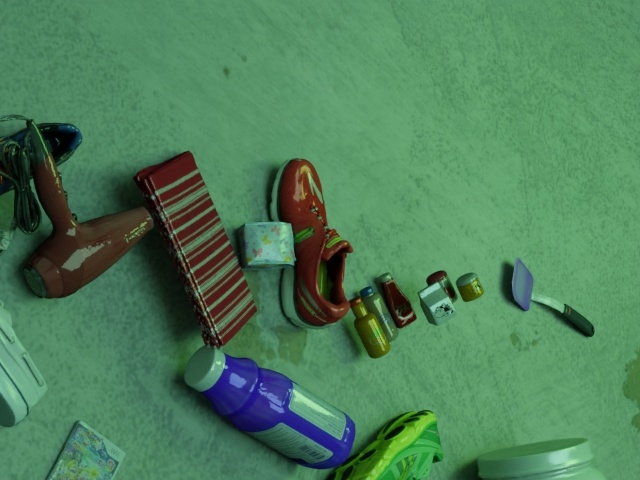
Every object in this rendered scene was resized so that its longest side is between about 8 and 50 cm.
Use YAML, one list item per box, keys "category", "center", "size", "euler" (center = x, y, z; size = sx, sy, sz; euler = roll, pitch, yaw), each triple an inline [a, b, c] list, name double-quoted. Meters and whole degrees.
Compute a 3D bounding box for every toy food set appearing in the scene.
- category: "toy food set"
  center: [0.151, 0.094, 2.102]
  size: [0.232, 0.111, 0.105]
  euler: [-29, 101, -12]

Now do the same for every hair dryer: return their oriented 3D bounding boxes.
- category: "hair dryer"
  center: [-0.338, -0.029, 1.636]
  size: [0.293, 0.080, 0.224]
  euler: [13, 105, -48]

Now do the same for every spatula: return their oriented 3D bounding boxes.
- category: "spatula"
  center: [0.459, 0.128, 2.460]
  size: [0.296, 0.030, 0.084]
  euler: [31, 60, -36]

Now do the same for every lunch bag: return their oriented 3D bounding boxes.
- category: "lunch bag"
  center: [-0.082, 0.009, 1.939]
  size: [0.083, 0.053, 0.071]
  euler: [-3, 80, -18]

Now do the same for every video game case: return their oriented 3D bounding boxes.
- category: "video game case"
  center: [-0.319, 0.315, 1.670]
  size: [0.087, 0.011, 0.122]
  euler: [43, 53, -28]

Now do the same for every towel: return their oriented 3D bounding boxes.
- category: "towel"
  center: [-0.178, 0.008, 1.825]
  size: [0.275, 0.031, 0.199]
  euler: [68, 18, -8]

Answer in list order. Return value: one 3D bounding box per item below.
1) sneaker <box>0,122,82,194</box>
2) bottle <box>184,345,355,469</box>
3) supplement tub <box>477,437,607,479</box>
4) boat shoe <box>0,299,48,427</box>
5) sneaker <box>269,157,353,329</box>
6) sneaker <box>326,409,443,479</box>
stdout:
- category: "sneaker"
  center: [-0.405, -0.109, 1.643]
  size: [0.221, 0.087, 0.083]
  euler: [-39, 106, -43]
- category: "bottle"
  center: [-0.077, 0.246, 1.849]
  size: [0.283, 0.118, 0.092]
  euler: [36, 57, -32]
- category: "supplement tub"
  center: [0.398, 0.520, 2.155]
  size: [0.235, 0.235, 0.325]
  euler: [-5, 83, -45]
- category: "boat shoe"
  center: [-0.431, 0.110, 1.567]
  size: [0.084, 0.095, 0.258]
  euler: [-45, 122, -42]
- category: "sneaker"
  center: [0.000, 0.000, 1.985]
  size: [0.107, 0.118, 0.279]
  euler: [-2, 81, -45]
- category: "sneaker"
  center: [0.114, 0.380, 2.004]
  size: [0.295, 0.109, 0.124]
  euler: [-32, 98, -44]
